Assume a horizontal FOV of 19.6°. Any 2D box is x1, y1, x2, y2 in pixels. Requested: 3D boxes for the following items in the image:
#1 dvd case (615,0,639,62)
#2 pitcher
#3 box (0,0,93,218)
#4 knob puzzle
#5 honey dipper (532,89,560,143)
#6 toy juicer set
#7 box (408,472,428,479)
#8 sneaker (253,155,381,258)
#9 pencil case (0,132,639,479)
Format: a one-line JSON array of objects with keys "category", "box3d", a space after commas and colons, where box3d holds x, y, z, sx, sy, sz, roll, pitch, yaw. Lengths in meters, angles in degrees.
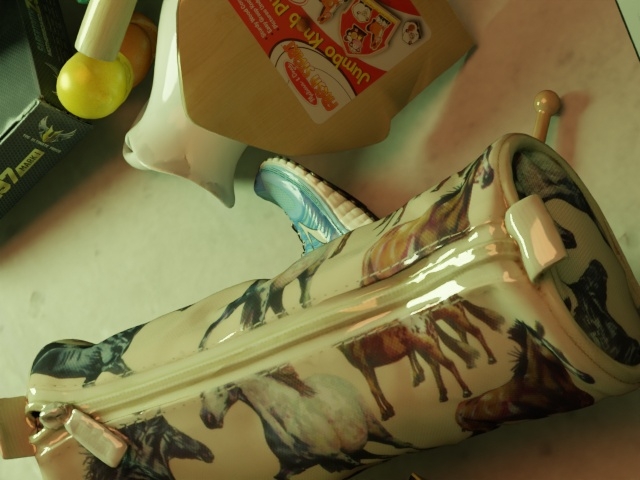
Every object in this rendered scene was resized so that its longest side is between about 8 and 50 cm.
[{"category": "dvd case", "box3d": [0.271, -0.060, 1.005, 0.022, 0.180, 0.253, -42, 38, -16]}, {"category": "pitcher", "box3d": [-0.074, -0.138, 1.354, 0.207, 0.125, 0.178, -64, 27, -3]}, {"category": "box", "box3d": [-0.279, -0.121, 1.491, 0.183, 0.059, 0.233, -41, 46, 23]}, {"category": "knob puzzle", "box3d": [-0.017, -0.143, 1.262, 0.213, 0.213, 0.030, -59, 18, -3]}, {"category": "honey dipper", "box3d": [0.133, -0.025, 1.206, 0.030, 0.030, 0.161, 0, 64, 35]}, {"category": "toy juicer set", "box3d": [-0.153, -0.195, 1.323, 0.089, 0.329, 0.209, 22, 87, -1]}, {"category": "box", "box3d": [0.024, 0.260, 1.122, 0.232, 0.058, 0.087, -53, 51, 3]}, {"category": "sneaker", "box3d": [0.000, 0.000, 1.263, 0.073, 0.063, 0.162, -54, 49, 5]}, {"category": "pencil case", "box3d": [0.002, 0.074, 1.126, 0.410, 0.183, 0.160, -24, 78, 30]}]
